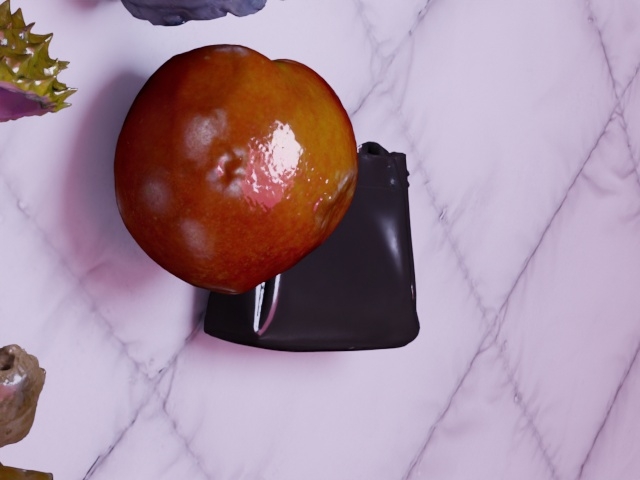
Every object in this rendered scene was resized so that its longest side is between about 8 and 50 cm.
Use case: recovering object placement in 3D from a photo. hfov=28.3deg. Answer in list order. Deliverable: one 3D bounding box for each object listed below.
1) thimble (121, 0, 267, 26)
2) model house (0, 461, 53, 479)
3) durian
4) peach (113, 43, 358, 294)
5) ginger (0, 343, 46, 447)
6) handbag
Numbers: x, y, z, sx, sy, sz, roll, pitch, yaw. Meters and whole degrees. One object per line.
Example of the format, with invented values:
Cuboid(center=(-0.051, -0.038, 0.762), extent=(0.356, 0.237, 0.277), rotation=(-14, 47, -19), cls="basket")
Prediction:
Cuboid(center=(-0.098, -0.307, 1.156), extent=(0.236, 0.205, 0.172), rotation=(-70, 156, -56), cls="thimble")
Cuboid(center=(-0.319, 0.235, 0.985), extent=(0.219, 0.200, 0.229), rotation=(-49, 147, -70), cls="model house")
Cuboid(center=(-0.301, -0.145, 0.964), extent=(0.260, 0.187, 0.153), rotation=(-16, 118, -64), cls="durian")
Cuboid(center=(-0.081, -0.065, 1.215), extent=(0.244, 0.199, 0.243), rotation=(0, 89, -19), cls="peach")
Cuboid(center=(-0.295, 0.118, 1.099), extent=(0.096, 0.067, 0.165), rotation=(-39, 131, -14), cls="ginger")
Cuboid(center=(-0.001, 0.000, 1.429), extent=(0.285, 0.114, 0.256), rotation=(8, 87, -47), cls="handbag")
